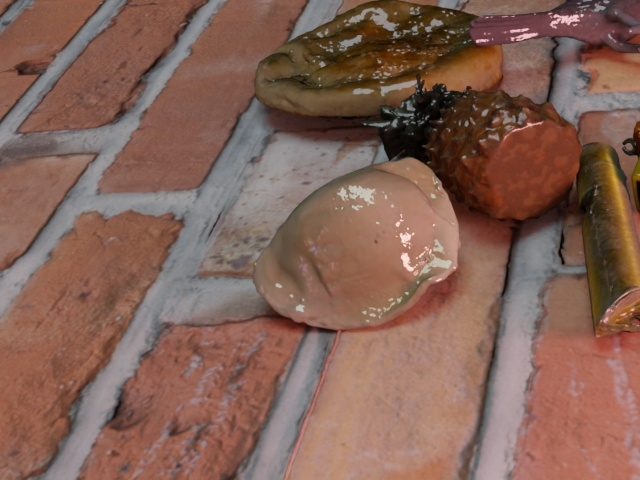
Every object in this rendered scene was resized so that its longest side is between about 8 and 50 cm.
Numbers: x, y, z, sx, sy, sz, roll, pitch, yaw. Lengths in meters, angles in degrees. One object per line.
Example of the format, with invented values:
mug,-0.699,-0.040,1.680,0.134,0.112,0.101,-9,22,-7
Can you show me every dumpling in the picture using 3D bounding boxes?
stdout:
dumpling,0.050,0.014,1.412,0.252,0.131,0.179,-30,66,-10

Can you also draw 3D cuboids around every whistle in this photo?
whistle,0.326,-0.003,1.384,0.068,0.057,0.326,1,36,5

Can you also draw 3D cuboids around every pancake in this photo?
pancake,0.084,-0.275,1.853,0.387,0.082,0.387,-8,28,4

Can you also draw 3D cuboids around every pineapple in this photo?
pineapple,0.175,-0.135,1.562,0.169,0.169,0.340,-25,28,-17

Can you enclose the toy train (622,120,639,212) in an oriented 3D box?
toy train,0.450,-0.083,1.437,0.219,0.089,0.127,9,50,30

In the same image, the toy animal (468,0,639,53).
toy animal,0.412,-0.313,1.778,0.367,0.081,0.206,-23,38,-31
